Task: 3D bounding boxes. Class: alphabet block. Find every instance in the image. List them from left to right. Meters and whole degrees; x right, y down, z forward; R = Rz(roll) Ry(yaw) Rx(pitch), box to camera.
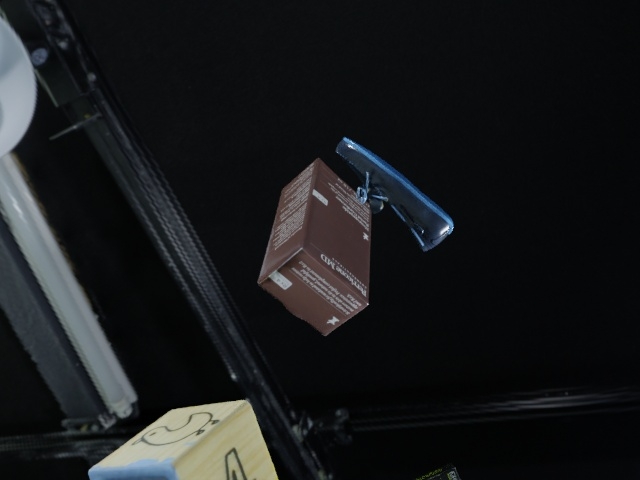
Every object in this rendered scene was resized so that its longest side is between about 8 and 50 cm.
[{"bbox_3d":[-0.205,0.390,1.015,0.192,0.197,0.194,-14,-82,30],"label":"alphabet block"}]

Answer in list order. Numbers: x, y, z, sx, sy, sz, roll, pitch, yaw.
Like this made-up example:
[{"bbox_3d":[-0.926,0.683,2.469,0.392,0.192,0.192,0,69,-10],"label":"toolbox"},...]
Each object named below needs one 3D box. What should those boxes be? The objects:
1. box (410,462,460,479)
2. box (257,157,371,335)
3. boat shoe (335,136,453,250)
[{"bbox_3d":[0.273,0.662,1.541,0.184,0.045,0.191,-23,-92,-5],"label":"box"},{"bbox_3d":[0.000,0.000,1.402,0.191,0.381,0.143,40,-60,-21],"label":"box"},{"bbox_3d":[0.119,-0.080,1.156,0.258,0.109,0.089,42,-76,8],"label":"boat shoe"}]
